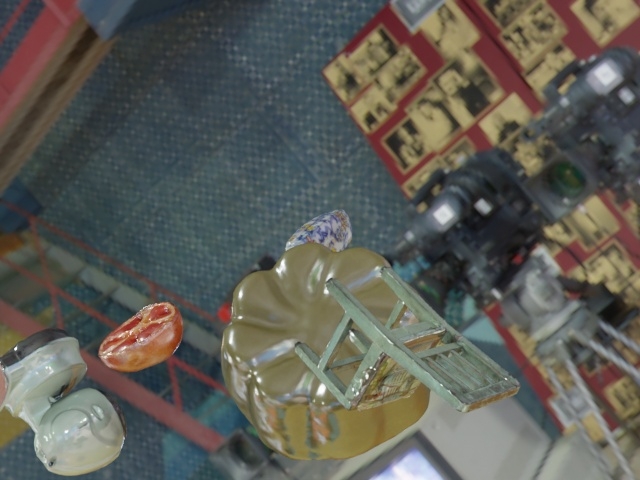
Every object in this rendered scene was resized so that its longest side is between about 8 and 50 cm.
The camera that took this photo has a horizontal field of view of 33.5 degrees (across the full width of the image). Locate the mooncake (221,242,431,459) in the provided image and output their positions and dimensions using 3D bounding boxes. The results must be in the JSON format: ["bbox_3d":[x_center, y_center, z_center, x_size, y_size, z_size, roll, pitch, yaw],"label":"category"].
[{"bbox_3d":[0.011,0.184,1.833,0.378,0.378,0.200,-40,-37,-24],"label":"mooncake"}]

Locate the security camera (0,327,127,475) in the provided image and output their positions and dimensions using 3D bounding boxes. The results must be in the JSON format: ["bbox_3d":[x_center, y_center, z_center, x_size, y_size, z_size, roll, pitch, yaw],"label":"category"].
[{"bbox_3d":[-0.501,0.328,2.073,0.191,0.277,0.197,-25,-20,-42],"label":"security camera"}]

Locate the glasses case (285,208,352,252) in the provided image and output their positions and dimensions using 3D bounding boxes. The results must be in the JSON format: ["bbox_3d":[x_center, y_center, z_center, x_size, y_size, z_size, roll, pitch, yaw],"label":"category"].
[{"bbox_3d":[0.000,0.000,2.198,0.065,0.087,0.248,-11,14,29],"label":"glasses case"}]

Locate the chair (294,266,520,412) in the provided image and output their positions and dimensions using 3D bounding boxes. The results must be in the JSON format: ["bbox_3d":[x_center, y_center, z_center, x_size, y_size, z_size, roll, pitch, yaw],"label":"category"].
[{"bbox_3d":[0.111,0.174,1.440,0.136,0.270,0.147,-10,-46,-47],"label":"chair"}]

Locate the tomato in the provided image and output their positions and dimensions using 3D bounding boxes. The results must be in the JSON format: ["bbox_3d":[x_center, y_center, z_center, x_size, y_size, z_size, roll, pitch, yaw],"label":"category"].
[{"bbox_3d":[-0.286,0.170,1.739,0.156,0.069,0.155,-26,17,9],"label":"tomato"}]
